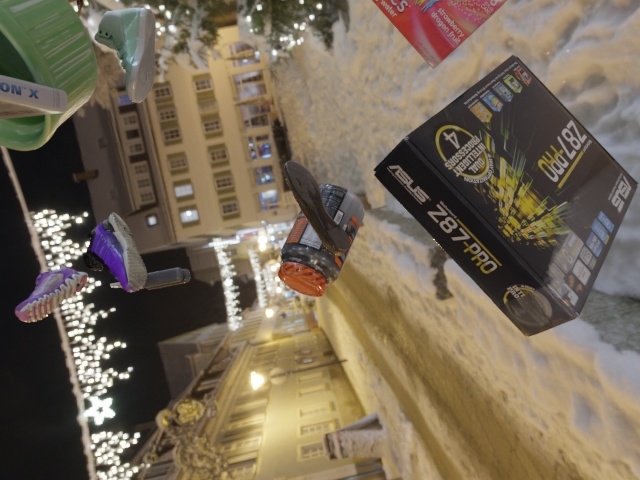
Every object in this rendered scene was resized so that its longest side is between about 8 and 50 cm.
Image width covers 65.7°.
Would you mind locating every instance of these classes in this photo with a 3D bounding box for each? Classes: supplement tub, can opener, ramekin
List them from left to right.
[{"bbox_3d":[-0.530,-0.318,0.825,0.304,0.303,0.148,80,-151,-42],"label":"ramekin"},{"bbox_3d":[-0.561,0.110,1.616,0.076,0.283,0.095,27,-126,-67],"label":"can opener"},{"bbox_3d":[0.000,0.000,1.623,0.207,0.207,0.338,83,-151,-61],"label":"supplement tub"}]

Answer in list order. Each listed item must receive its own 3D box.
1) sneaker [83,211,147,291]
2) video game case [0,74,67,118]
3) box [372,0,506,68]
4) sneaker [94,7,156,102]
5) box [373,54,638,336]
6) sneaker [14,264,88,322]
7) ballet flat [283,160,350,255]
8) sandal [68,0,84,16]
[{"bbox_3d":[-0.620,0.060,1.470,0.293,0.146,0.102,56,176,36],"label":"sneaker"},{"bbox_3d":[-0.577,-0.201,0.655,0.300,0.328,0.036,-8,-80,-65],"label":"video game case"},{"bbox_3d":[0.149,-0.453,0.801,0.300,0.154,0.142,45,-145,-10],"label":"box"},{"bbox_3d":[-0.539,-0.504,1.355,0.094,0.150,0.256,25,-111,-82],"label":"sneaker"},{"bbox_3d":[0.308,-0.095,0.770,0.318,0.395,0.097,49,142,2],"label":"box"},{"bbox_3d":[-0.829,0.151,1.501,0.095,0.104,0.236,-58,-5,37],"label":"sneaker"},{"bbox_3d":[-0.018,-0.071,1.135,0.058,0.084,0.250,-40,79,44],"label":"ballet flat"},{"bbox_3d":[-0.588,-0.546,1.158,0.240,0.088,0.079,-125,25,-46],"label":"sandal"}]
